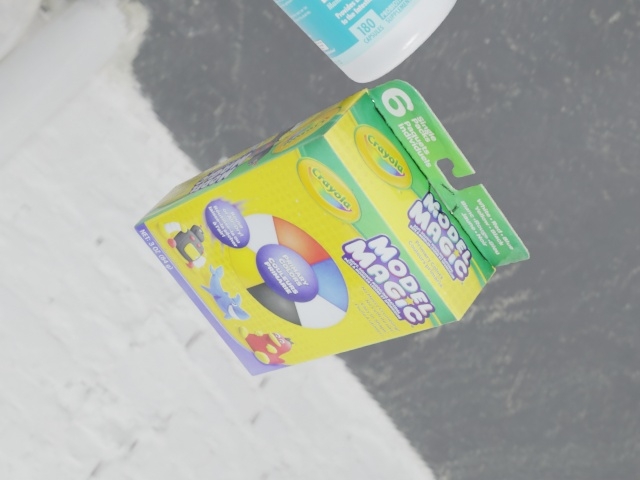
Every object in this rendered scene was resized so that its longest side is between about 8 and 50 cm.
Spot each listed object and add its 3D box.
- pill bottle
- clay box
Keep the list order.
[{"bbox_3d":[-0.001,-0.289,1.194,0.264,0.146,0.146,43,138,-15],"label":"pill bottle"},{"bbox_3d":[0.000,0.000,0.716,0.222,0.053,0.127,-21,111,49],"label":"clay box"}]
